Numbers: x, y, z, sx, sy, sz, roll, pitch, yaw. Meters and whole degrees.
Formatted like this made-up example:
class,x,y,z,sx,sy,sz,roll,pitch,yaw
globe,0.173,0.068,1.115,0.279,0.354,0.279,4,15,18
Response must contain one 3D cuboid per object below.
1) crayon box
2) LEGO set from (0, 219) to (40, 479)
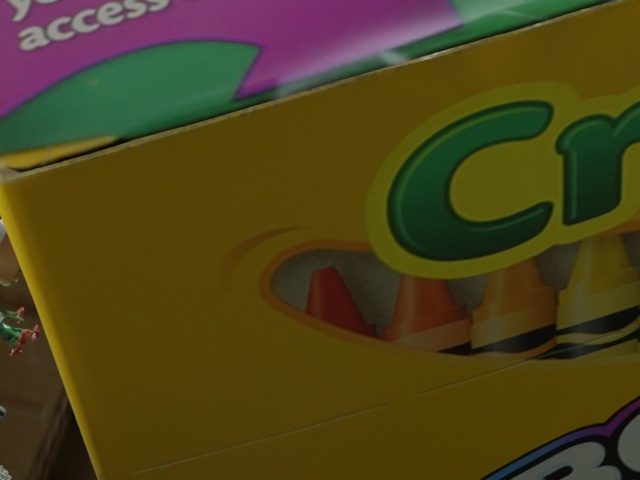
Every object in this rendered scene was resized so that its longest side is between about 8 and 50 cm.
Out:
class,x,y,z,sx,sy,sz,roll,pitch,yaw
crayon box,0.112,0.003,0.476,0.363,0.106,0.313,-18,-38,-8
LEGO set,-0.253,0.111,1.275,0.107,0.287,0.132,26,-53,-1
